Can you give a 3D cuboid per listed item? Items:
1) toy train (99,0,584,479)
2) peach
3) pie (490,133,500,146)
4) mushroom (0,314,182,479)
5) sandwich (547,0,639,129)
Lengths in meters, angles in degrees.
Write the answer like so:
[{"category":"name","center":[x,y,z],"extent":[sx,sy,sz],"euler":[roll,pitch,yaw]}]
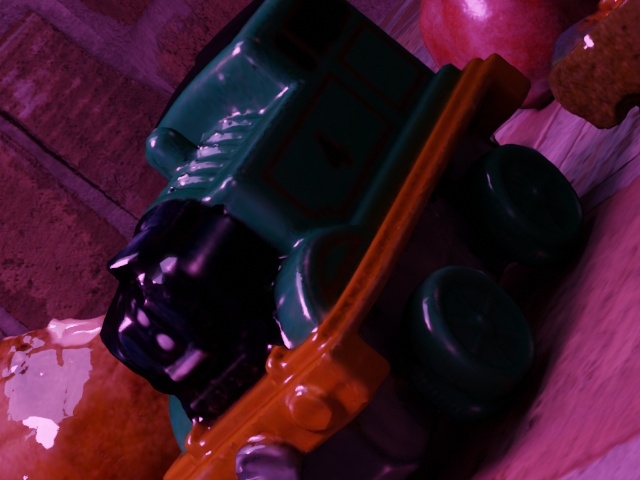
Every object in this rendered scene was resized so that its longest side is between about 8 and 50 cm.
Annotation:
[{"category":"toy train","center":[0.000,0.000,1.103],"extent":[0.178,0.249,0.429],"euler":[-44,9,37]},{"category":"peach","center":[0.156,-0.190,1.549],"extent":[0.152,0.152,0.152],"euler":[-49,7,9]},{"category":"pie","center":[0.082,-0.008,1.479],"extent":[0.187,0.041,0.187],"euler":[-49,8,9]},{"category":"mushroom","center":[-0.083,0.169,1.226],"extent":[0.233,0.302,0.208],"euler":[-42,53,34]},{"category":"sandwich","center":[0.251,-0.156,0.990],"extent":[0.292,0.109,0.212],"euler":[-46,2,13]}]
